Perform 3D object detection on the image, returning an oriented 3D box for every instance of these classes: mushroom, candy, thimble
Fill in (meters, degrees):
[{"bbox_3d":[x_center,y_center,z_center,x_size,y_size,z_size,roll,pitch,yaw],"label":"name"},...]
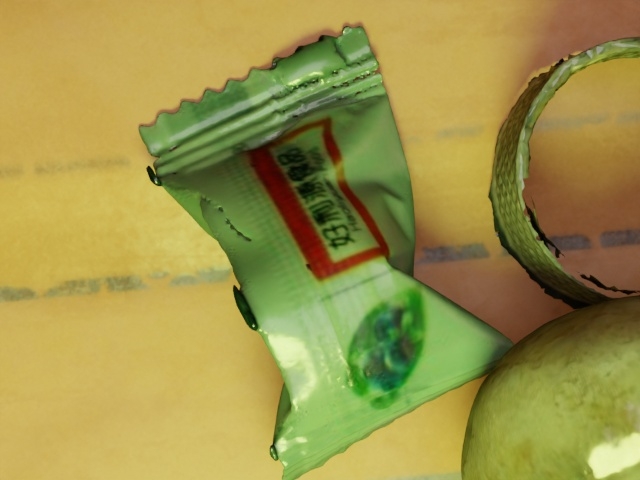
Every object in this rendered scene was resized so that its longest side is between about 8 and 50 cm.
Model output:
[{"bbox_3d":[0.300,0.196,1.636,0.352,0.352,0.260,-12,60,-3],"label":"mushroom"},{"bbox_3d":[0.000,0.002,1.735,0.263,0.172,0.397,-20,69,-13],"label":"candy"},{"bbox_3d":[0.305,-0.060,1.736,0.271,0.150,0.270,0,88,-3],"label":"thimble"}]
